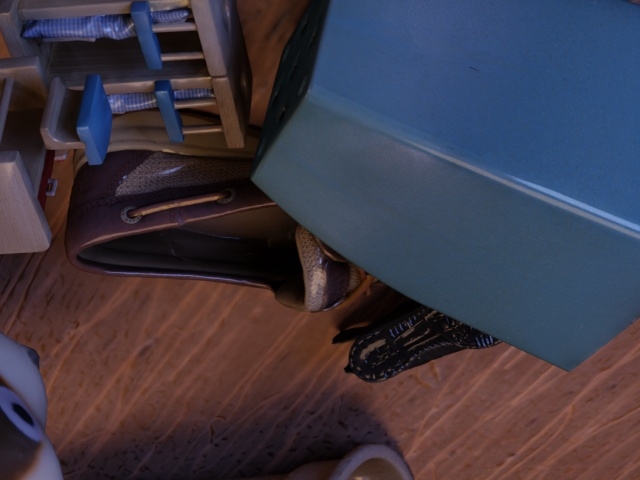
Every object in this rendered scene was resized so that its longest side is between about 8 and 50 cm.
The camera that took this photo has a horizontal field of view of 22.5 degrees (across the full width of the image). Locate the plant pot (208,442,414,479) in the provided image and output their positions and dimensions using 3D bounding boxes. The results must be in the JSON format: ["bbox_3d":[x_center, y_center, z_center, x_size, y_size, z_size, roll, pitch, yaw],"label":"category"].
[{"bbox_3d":[-0.101,0.329,1.347,0.305,0.334,0.334,1,141,21],"label":"plant pot"}]

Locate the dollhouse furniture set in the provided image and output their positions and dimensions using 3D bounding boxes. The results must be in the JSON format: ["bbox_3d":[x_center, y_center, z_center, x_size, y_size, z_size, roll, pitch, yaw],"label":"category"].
[{"bbox_3d":[-0.119,-0.071,0.948,0.129,0.184,0.129,-3,139,8],"label":"dollhouse furniture set"}]

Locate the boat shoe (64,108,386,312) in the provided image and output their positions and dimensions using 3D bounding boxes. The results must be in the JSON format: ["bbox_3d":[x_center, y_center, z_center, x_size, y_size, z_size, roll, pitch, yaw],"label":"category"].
[{"bbox_3d":[0.000,0.000,1.067,0.342,0.123,0.123,9,140,-6],"label":"boat shoe"}]

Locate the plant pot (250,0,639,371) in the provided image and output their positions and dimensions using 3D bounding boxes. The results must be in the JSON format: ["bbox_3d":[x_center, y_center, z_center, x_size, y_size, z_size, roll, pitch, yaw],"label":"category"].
[{"bbox_3d":[0.090,-0.060,0.951,0.234,0.165,0.166,20,148,-11],"label":"plant pot"}]

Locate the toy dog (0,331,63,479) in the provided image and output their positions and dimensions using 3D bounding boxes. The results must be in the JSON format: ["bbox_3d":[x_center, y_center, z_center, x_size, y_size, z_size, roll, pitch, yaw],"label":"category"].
[{"bbox_3d":[-0.369,0.147,1.084,0.408,0.395,0.285,0,131,18],"label":"toy dog"}]

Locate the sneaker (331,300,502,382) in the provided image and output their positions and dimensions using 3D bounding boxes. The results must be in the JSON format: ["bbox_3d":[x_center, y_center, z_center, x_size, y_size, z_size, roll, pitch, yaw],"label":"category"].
[{"bbox_3d":[0.080,0.062,1.177,0.170,0.089,0.051,-23,92,18],"label":"sneaker"}]
